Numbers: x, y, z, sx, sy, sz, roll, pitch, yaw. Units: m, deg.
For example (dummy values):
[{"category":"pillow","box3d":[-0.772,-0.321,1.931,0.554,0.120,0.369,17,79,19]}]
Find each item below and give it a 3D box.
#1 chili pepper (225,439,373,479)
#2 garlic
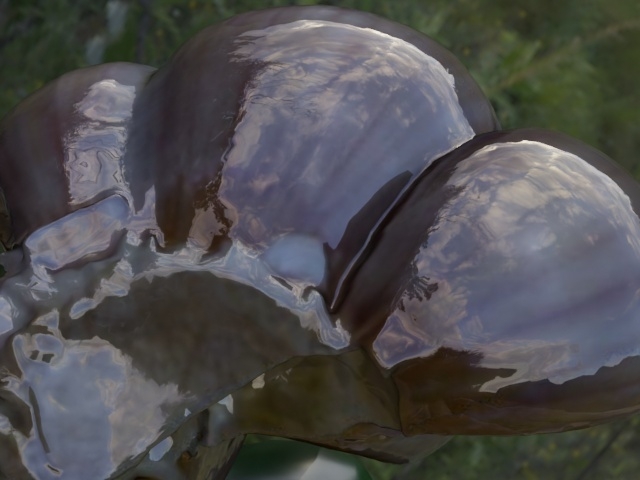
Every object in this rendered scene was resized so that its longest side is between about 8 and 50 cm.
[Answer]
[{"category":"chili pepper","box3d":[-0.052,0.237,0.826,0.233,0.257,0.248,48,17,-45]},{"category":"garlic","box3d":[0.000,0.000,0.530,0.191,0.214,0.160,-20,89,-75]}]
